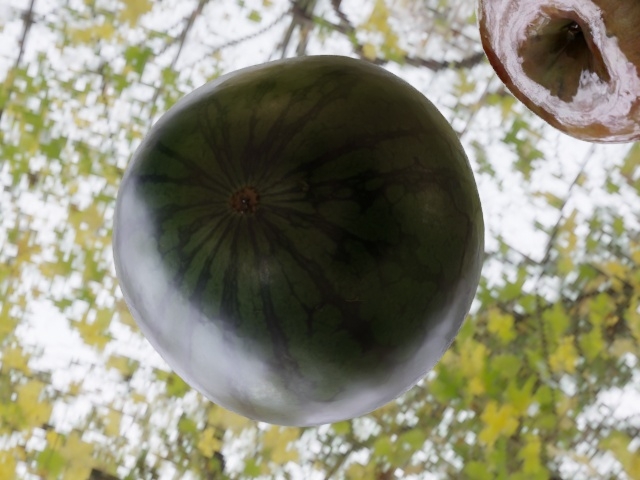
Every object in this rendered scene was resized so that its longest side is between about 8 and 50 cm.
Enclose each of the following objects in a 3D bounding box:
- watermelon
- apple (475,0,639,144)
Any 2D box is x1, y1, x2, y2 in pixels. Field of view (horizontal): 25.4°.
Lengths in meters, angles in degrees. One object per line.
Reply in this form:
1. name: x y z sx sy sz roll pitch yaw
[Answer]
1. watermelon: 0.000 0.000 0.555 0.140 0.141 0.187 41 -172 17
2. apple: 0.084 -0.070 0.392 0.084 0.084 0.071 40 -123 16
